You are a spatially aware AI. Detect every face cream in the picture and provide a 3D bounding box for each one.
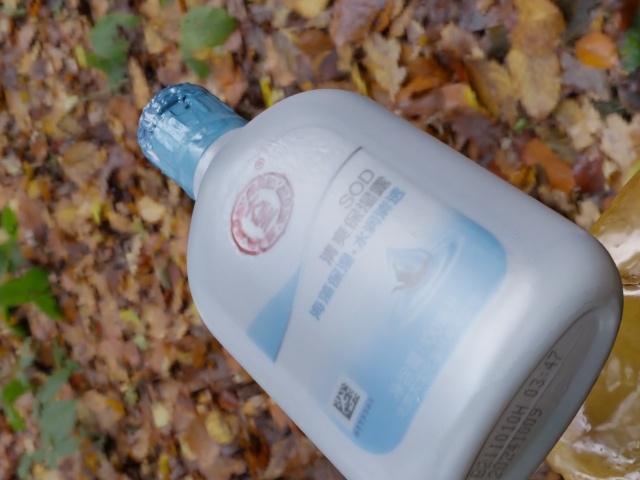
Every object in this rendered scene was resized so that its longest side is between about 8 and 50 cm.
[{"bbox_3d":[0.000,0.000,0.572,0.336,0.080,0.163,40,101,43],"label":"face cream"}]

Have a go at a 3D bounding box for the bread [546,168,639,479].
[{"bbox_3d":[0.354,0.085,0.788,0.215,0.398,0.398,71,180,-85],"label":"bread"}]
